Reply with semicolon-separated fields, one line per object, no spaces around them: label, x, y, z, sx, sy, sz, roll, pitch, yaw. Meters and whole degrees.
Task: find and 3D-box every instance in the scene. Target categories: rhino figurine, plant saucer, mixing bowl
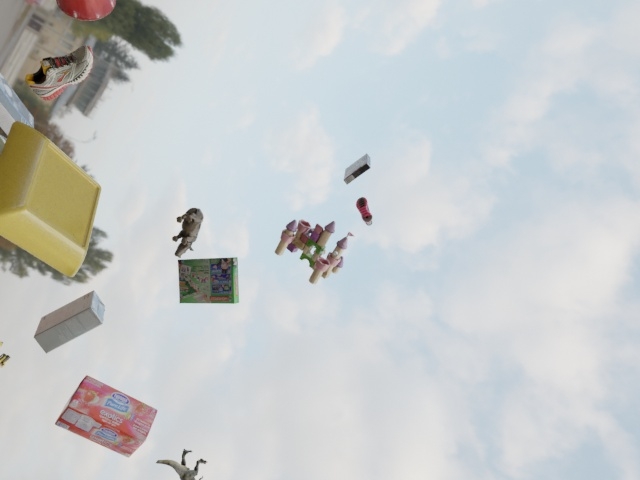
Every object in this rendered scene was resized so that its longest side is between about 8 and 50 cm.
rhino figurine;-0.504;-0.023;1.953;0.106;0.073;0.243;-44;162;-55
plant saucer;-0.735;-0.115;1.428;0.081;0.332;0.333;-10;-122;13
mixing bowl;-0.753;-0.805;1.632;0.098;0.181;0.181;121;-18;-65

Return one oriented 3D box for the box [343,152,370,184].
box;0.148;-0.290;2.075;0.116;0.029;0.162;-35;-165;18

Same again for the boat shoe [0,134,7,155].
boat shoe;-1.019;-0.245;1.695;0.079;0.227;0.081;-20;-161;-7

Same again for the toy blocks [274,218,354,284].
toy blocks;0.000;0.000;2.397;0.288;0.309;0.260;38;-65;20

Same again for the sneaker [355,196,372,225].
sneaker;0.164;-0.104;1.886;0.047;0.057;0.119;-19;-122;10

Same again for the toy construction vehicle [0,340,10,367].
toy construction vehicle;-1.050;0.379;1.655;0.035;0.086;0.098;23;-123;37

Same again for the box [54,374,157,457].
box;-0.663;0.550;1.605;0.128;0.257;0.122;-46;-161;31

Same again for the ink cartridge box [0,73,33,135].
ink cartridge box;-1.087;-0.449;1.799;0.065;0.332;0.165;-20;-126;-7

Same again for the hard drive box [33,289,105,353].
hard drive box;-0.985;0.316;2.032;0.232;0.089;0.181;-28;-156;-9

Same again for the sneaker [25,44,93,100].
sneaker;-0.773;-0.506;1.530;0.225;0.093;0.088;-34;-115;7

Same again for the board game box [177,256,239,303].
board game box;-0.528;0.189;2.411;0.317;0.046;0.213;-2;-90;25

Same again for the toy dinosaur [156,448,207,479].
toy dinosaur;-0.493;0.851;1.913;0.064;0.268;0.118;-14;-149;31
